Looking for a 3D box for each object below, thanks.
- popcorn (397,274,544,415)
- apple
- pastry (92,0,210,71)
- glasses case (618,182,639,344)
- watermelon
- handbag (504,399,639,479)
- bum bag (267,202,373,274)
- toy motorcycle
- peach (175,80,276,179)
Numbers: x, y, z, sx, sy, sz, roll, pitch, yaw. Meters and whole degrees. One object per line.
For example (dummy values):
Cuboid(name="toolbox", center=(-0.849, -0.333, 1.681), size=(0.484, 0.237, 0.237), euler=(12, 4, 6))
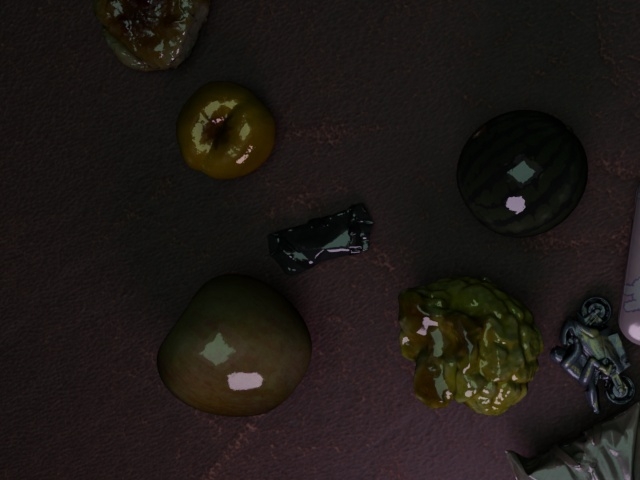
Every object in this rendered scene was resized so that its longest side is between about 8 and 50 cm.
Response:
Cuboid(name="popcorn", center=(0.232, 0.166, 1.838), size=(0.251, 0.206, 0.237), euler=(21, 62, -23))
Cuboid(name="apple", center=(-0.144, 0.189, 1.906), size=(0.234, 0.257, 0.257), euler=(36, 101, -7))
Cuboid(name="pastry", center=(-0.294, -0.410, 1.962), size=(0.229, 0.100, 0.218), euler=(-29, 89, 14))
Cuboid(name="glasses case", center=(0.565, 0.031, 1.838), size=(0.113, 0.075, 0.296), euler=(7, 95, 12))
Cuboid(name="watermelon", center=(0.329, -0.111, 1.808), size=(0.212, 0.212, 0.212), euler=(1, 95, 11))
Cuboid(name="handbag", center=(0.451, 0.382, 1.872), size=(0.270, 0.117, 0.182), euler=(-28, 102, 12))
Cuboid(name="bum bag", center=(0.000, 0.000, 1.963), size=(0.198, 0.049, 0.087), euler=(-18, 86, 13))
Cuboid(name="toy motorcycle", center=(0.454, 0.196, 1.881), size=(0.124, 0.061, 0.193), euler=(-16, 86, 6))
Cuboid(name="peach", center=(-0.168, -0.190, 1.954), size=(0.179, 0.103, 0.179), euler=(0, 90, 10))
